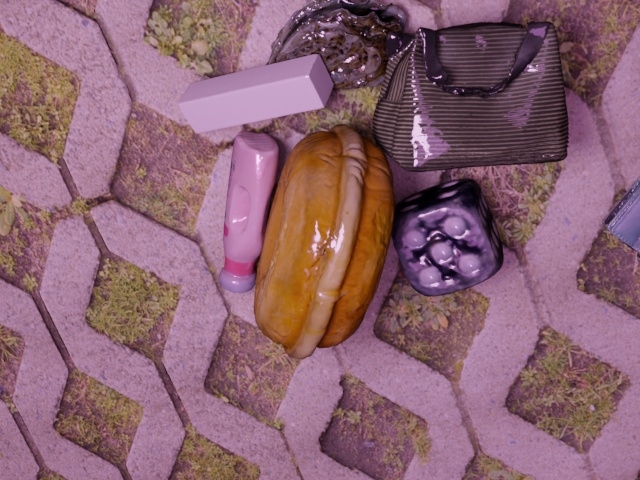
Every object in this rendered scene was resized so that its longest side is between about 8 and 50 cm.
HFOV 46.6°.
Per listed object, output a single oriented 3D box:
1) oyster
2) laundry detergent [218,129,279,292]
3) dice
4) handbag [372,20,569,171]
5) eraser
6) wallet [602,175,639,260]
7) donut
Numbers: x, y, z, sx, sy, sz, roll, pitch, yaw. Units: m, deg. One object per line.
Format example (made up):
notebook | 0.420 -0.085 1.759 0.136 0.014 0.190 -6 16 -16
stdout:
oyster | 0.025 -0.380 1.417 0.267 0.112 0.198 6 130 1
laundry detergent | -0.151 -0.050 1.534 0.087 0.159 0.335 2 116 -19
dice | 0.244 -0.008 1.444 0.183 0.182 0.181 -19 105 19
handbag | 0.265 -0.262 1.314 0.340 0.247 0.240 -5 108 -5
eraser | -0.128 -0.281 1.440 0.298 0.076 0.078 -6 133 28
wallet | 0.686 -0.016 1.413 0.250 0.075 0.176 35 105 -2
donut | 0.000 0.000 1.388 0.198 0.449 0.449 12 111 -12
